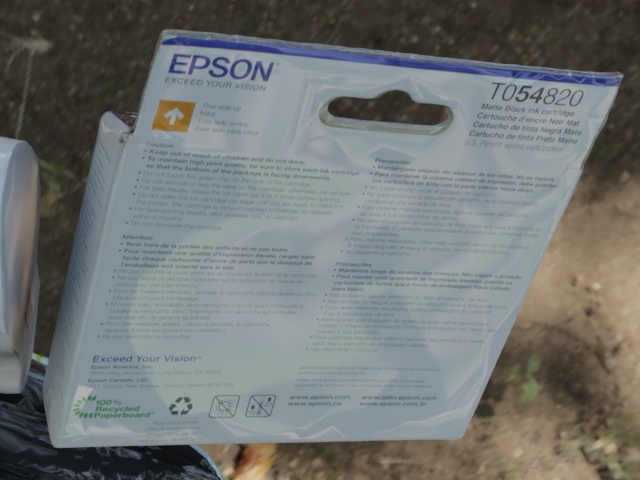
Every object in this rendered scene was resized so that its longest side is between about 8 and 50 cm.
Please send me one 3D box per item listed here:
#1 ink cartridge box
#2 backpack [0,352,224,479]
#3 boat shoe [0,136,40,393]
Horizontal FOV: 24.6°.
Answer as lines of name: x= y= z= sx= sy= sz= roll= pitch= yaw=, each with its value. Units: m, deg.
ink cartridge box: x=0.000 y=0.000 z=0.671 sx=0.223 sy=0.224 sz=0.045 roll=3 pitch=36 yaw=-25
backpack: x=-0.246 y=0.230 z=1.201 sx=0.356 sy=0.273 sz=0.290 roll=15 pitch=62 yaw=-5
boat shoe: x=-0.174 y=0.014 z=0.694 sx=0.076 sy=0.228 sz=0.080 roll=9 pitch=70 yaw=-6
